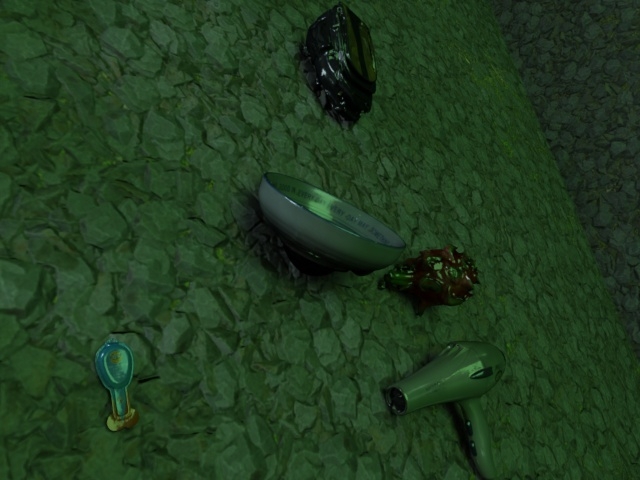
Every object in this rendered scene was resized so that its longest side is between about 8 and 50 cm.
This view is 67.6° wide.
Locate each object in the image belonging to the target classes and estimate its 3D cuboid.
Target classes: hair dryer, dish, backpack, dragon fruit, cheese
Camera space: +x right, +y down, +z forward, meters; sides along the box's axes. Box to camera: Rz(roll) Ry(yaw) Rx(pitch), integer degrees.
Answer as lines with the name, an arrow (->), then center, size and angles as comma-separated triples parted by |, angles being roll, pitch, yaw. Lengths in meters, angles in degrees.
hair dryer -> 0.248, 0.334, 0.921 | 0.296, 0.119, 0.298 | 15, 69, -30
dish -> 0.000, 0.000, 0.837 | 0.273, 0.133, 0.273 | 25, 13, -6
backpack -> 0.058, -0.413, 1.154 | 0.206, 0.133, 0.258 | 5, 69, -52
dragon fruit -> 0.234, 0.088, 1.027 | 0.236, 0.135, 0.137 | -17, 77, -26
cheese -> -0.247, 0.174, 0.585 | 0.047, 0.017, 0.111 | 0, 67, -40
